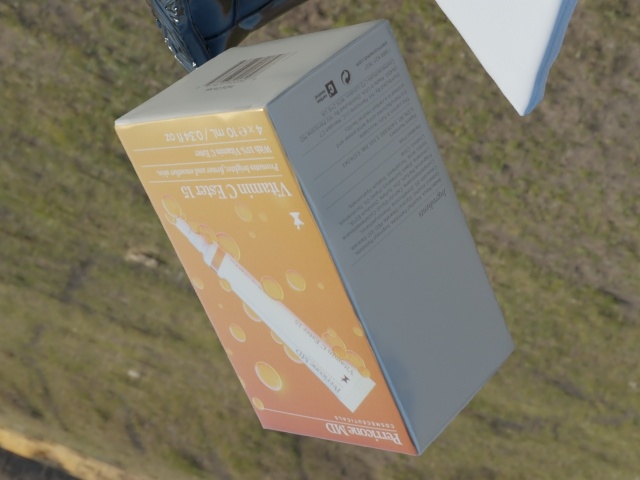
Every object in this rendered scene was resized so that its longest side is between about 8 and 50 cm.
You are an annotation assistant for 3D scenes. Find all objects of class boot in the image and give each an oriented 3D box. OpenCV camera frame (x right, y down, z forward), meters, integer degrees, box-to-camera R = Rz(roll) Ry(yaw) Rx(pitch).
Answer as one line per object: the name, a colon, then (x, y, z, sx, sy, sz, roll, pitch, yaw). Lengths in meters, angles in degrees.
boot: (-0.101, -0.317, 1.284, 0.094, 0.207, 0.246, 43, 166, 29)

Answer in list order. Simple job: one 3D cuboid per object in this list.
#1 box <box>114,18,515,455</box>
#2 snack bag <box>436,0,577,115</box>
box: (0.000, 0.000, 1.046, 0.215, 0.168, 0.345, 0, 122, 46)
snack bag: (0.088, -0.295, 0.602, 0.037, 0.323, 0.342, -10, 140, -21)
